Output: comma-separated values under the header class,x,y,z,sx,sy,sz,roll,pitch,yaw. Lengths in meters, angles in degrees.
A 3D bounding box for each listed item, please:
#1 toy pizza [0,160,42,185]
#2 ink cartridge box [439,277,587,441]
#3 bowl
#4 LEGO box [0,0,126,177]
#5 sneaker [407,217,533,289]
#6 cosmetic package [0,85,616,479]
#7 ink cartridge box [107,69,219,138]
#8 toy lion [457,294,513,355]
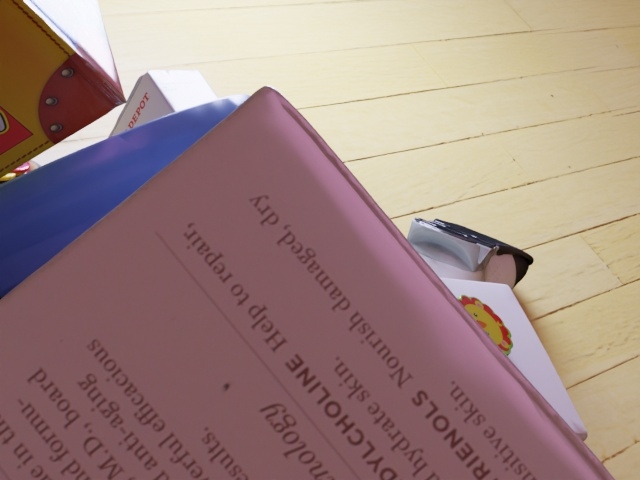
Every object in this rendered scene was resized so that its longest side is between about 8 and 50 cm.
class,x,y,z,sx,sy,sz,roll,pitch,yaw
toy pizza,-0.358,-0.061,1.245,0.201,0.032,0.201,1,23,-1
ink cartridge box,0.071,0.165,1.277,0.270,0.198,0.197,7,44,-35
bowl,-0.220,-0.005,1.100,0.391,0.391,0.077,-27,92,-51
LEGO box,-0.429,-0.148,0.957,0.193,0.500,0.372,47,18,-50
sneaker,0.157,0.055,1.559,0.122,0.146,0.330,21,7,23
cosmetic package,-0.083,0.175,0.859,0.394,0.329,0.327,-40,86,-8
ink cartridge box,-0.141,-0.071,1.420,0.082,0.139,0.190,-9,55,-43
toy lion,0.146,0.092,1.229,0.096,0.034,0.100,11,42,-42
